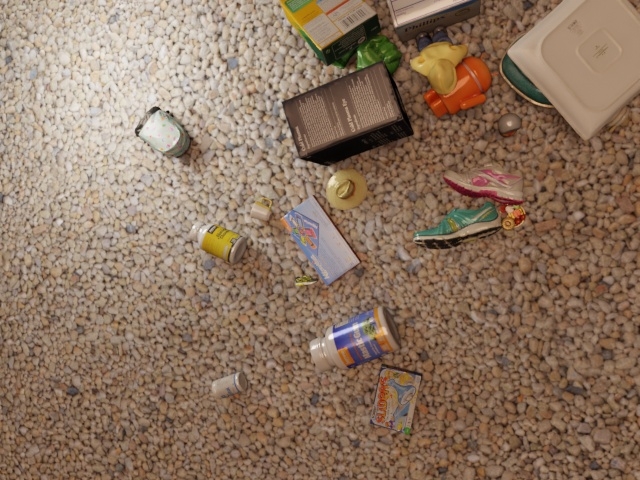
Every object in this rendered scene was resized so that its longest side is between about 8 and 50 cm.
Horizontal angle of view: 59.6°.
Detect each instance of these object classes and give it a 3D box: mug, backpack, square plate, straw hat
[{"bbox_3d":[-0.199,-0.104,1.926,0.064,0.062,0.078,21,104,5],"label":"mug"},{"bbox_3d":[-0.556,-0.373,1.981,0.182,0.115,0.152,39,98,8],"label":"backpack"},{"bbox_3d":[0.763,-0.519,1.551,0.347,0.049,0.344,-43,93,4],"label":"square plate"},{"bbox_3d":[0.080,-0.170,1.848,0.145,0.061,0.144,1,92,15],"label":"straw hat"}]

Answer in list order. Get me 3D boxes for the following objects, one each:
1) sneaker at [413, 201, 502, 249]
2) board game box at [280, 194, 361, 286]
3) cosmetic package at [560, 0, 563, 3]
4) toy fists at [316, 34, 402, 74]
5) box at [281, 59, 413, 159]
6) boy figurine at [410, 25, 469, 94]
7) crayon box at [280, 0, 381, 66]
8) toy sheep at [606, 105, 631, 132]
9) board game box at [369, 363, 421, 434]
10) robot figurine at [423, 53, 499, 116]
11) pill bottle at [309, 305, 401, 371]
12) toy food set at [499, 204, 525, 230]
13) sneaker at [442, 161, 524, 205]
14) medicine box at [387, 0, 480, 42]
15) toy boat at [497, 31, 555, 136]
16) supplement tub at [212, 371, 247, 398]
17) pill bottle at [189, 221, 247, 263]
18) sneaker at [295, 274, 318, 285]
[{"bbox_3d":[0.425,-0.044,1.758,0.276,0.107,0.109,-16,69,10],"label":"sneaker"},{"bbox_3d":[0.000,0.000,1.893,0.145,0.027,0.281,-36,83,12],"label":"board game box"},{"bbox_3d":[0.780,-0.684,1.623,0.127,0.107,0.238,42,99,6],"label":"cosmetic package"},{"bbox_3d":[0.124,-0.618,1.802,0.279,0.096,0.142,27,94,14],"label":"toy fists"},{"bbox_3d":[0.094,-0.368,1.691,0.313,0.343,0.178,-20,89,14],"label":"box"},{"bbox_3d":[0.358,-0.539,1.657,0.178,0.092,0.285,-16,43,13],"label":"boy figurine"},{"bbox_3d":[0.018,-0.716,1.754,0.203,0.083,0.322,-33,62,0],"label":"crayon box"},{"bbox_3d":[0.843,-0.373,1.627,0.132,0.091,0.091,30,100,-7],"label":"toy sheep"},{"bbox_3d":[0.248,0.522,1.843,0.136,0.035,0.201,11,95,14],"label":"board game box"},{"bbox_3d":[0.428,-0.472,1.710,0.220,0.158,0.128,-35,112,13],"label":"robot figurine"},{"bbox_3d":[0.110,0.329,1.812,0.272,0.152,0.152,-25,86,14],"label":"pill bottle"},{"bbox_3d":[0.594,-0.078,1.736,0.083,0.020,0.082,-25,86,15],"label":"toy food set"},{"bbox_3d":[0.507,-0.188,1.721,0.253,0.103,0.111,15,85,14],"label":"sneaker"},{"bbox_3d":[0.324,-0.806,1.713,0.264,0.149,0.289,-16,88,15],"label":"medicine box"},{"bbox_3d":[0.629,-0.444,1.647,0.268,0.148,0.318,34,100,11],"label":"toy boat"},{"bbox_3d":[-0.321,0.514,1.975,0.107,0.071,0.070,-23,86,15],"label":"supplement tub"},{"bbox_3d":[-0.358,0.002,1.948,0.184,0.103,0.103,24,98,12],"label":"pill bottle"},{"bbox_3d":[-0.049,0.134,1.908,0.084,0.031,0.035,-9,89,15],"label":"sneaker"}]
